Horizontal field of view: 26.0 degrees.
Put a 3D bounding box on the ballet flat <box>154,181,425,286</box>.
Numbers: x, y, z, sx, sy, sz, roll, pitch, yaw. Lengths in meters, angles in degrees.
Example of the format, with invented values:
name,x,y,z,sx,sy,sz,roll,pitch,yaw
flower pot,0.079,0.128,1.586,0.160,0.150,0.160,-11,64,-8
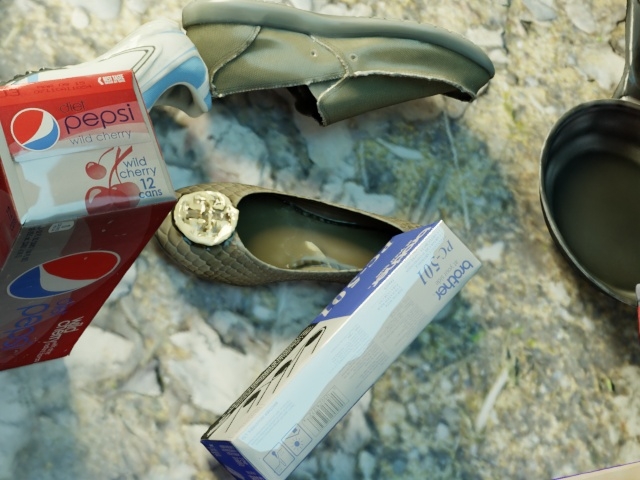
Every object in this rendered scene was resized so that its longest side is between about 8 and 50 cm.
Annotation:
name,x,y,z,sx,sy,sz,roll,pitch,yaw
ballet flat,0.000,0.000,1.025,0.250,0.058,0.084,12,63,-19

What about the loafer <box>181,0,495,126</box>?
name,x,y,z,sx,sy,sz,roll,pitch,yaw
loafer,0.012,-0.130,1.084,0.251,0.094,0.087,6,90,-12

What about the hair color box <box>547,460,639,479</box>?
name,x,y,z,sx,sy,sz,roll,pitch,yaw
hair color box,0.099,0.269,0.922,0.339,0.110,0.185,-6,69,-28

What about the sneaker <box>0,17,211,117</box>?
name,x,y,z,sx,sy,sz,roll,pitch,yaw
sneaker,-0.176,-0.080,0.969,0.237,0.085,0.086,-31,90,-29

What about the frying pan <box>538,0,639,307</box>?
name,x,y,z,sx,sy,sz,roll,pitch,yaw
frying pan,0.245,-0.085,1.180,0.197,0.053,0.326,-6,68,-28

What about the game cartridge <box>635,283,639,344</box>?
name,x,y,z,sx,sy,sz,roll,pitch,yaw
game cartridge,0.352,0.141,1.009,0.068,0.230,0.355,27,59,-63

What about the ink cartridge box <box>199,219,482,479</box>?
name,x,y,z,sx,sy,sz,roll,pitch,yaw
ink cartridge box,0.013,0.077,0.943,0.046,0.097,0.207,47,73,-7

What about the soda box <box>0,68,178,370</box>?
name,x,y,z,sx,sy,sz,roll,pitch,yaw
soda box,-0.173,0.000,0.825,0.092,0.263,0.083,-12,73,-29
